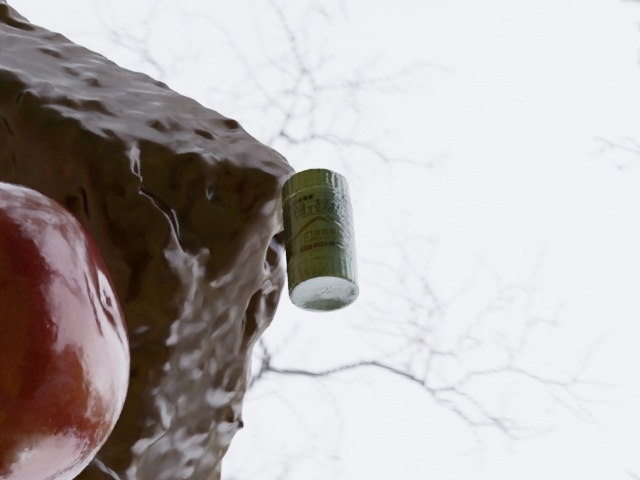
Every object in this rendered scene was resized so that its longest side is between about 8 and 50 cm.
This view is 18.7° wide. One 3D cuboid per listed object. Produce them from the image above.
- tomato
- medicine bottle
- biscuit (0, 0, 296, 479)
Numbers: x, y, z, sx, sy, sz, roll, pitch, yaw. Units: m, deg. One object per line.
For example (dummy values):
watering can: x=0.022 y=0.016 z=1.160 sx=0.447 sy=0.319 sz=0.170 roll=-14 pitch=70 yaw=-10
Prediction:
tomato: x=-0.184 y=0.056 z=1.115 sx=0.136 sy=0.195 sz=0.195 roll=-20 pitch=-110 yaw=3
medicine bottle: x=0.000 y=0.000 z=1.232 sx=0.047 sy=0.047 sz=0.083 roll=-22 pitch=-128 yaw=24
biscuit: x=-0.226 y=0.018 z=1.467 sx=0.395 sy=0.166 sz=0.342 roll=29 pitch=-67 yaw=29
